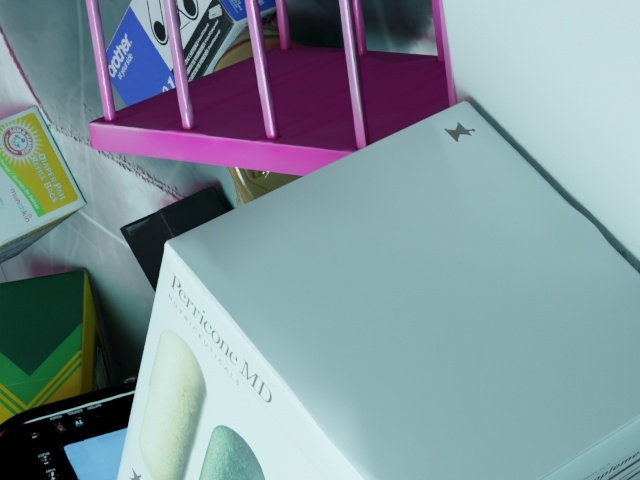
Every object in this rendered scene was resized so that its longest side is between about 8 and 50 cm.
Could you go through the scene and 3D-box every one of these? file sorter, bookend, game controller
[{"bbox_3d":[0.019,-0.155,1.149,0.290,0.202,0.182,9,115,37],"label":"file sorter"},{"bbox_3d":[-0.077,0.016,1.571,0.157,0.072,0.156,59,147,8],"label":"bookend"},{"bbox_3d":[-0.111,0.177,1.547,0.067,0.319,0.166,-99,-9,-53],"label":"game controller"}]

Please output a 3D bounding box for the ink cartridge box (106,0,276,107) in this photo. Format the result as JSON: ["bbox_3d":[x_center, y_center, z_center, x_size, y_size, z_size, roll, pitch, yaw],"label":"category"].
[{"bbox_3d":[-0.109,-0.164,1.514,0.097,0.046,0.207,58,148,12],"label":"ink cartridge box"}]

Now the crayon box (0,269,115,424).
[{"bbox_3d":[-0.239,0.260,1.799,0.313,0.106,0.363,-100,0,-64],"label":"crayon box"}]

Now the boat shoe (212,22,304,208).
[{"bbox_3d":[0.000,0.000,1.434,0.110,0.121,0.341,-95,-7,-73],"label":"boat shoe"}]

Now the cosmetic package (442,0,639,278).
[{"bbox_3d":[0.199,-0.060,0.997,0.156,0.217,0.385,17,124,49],"label":"cosmetic package"}]

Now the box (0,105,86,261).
[{"bbox_3d":[-0.333,-0.039,1.866,0.203,0.103,0.114,-27,90,58],"label":"box"}]

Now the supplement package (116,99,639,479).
[{"bbox_3d":[0.035,0.110,0.970,0.199,0.198,0.263,48,145,24],"label":"supplement package"}]
